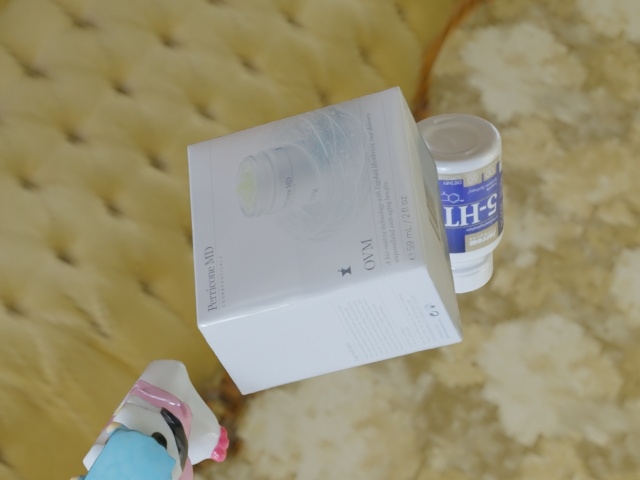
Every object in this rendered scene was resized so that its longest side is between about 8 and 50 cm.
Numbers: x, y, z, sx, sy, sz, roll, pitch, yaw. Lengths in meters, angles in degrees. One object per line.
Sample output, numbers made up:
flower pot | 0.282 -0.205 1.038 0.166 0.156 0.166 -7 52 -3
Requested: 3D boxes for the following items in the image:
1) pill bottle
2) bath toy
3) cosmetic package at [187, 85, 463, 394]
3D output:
pill bottle | 0.152 -0.039 2.077 0.112 0.112 0.187 -47 142 -43
bath toy | -0.165 0.224 1.826 0.151 0.129 0.348 -54 -177 10
cosmetic package | 0.000 0.000 1.759 0.138 0.224 0.224 60 19 -50
